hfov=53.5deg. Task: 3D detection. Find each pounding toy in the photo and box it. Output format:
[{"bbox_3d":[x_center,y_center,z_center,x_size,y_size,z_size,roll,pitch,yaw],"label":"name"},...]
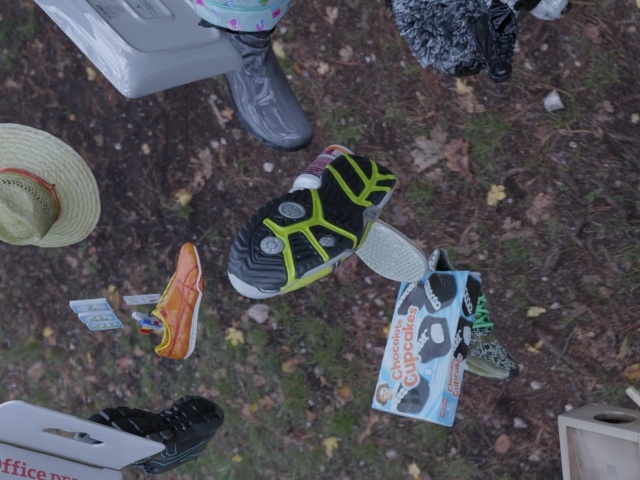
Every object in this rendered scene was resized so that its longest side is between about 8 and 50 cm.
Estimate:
[{"bbox_3d":[0.417,0.264,0.800,0.206,0.094,0.181,-5,91,57],"label":"pounding toy"}]

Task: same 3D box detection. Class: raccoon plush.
[{"bbox_3d":[0.207,-0.472,1.081,0.446,0.299,0.216,21,65,4],"label":"raccoon plush"}]

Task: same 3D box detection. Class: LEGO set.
[{"bbox_3d":[-0.403,0.175,1.398,0.182,0.244,0.060,100,164,-63],"label":"LEGO set"}]

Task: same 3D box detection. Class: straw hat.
[{"bbox_3d":[-0.281,-0.031,0.594,0.144,0.144,0.061,-46,26,30],"label":"straw hat"}]

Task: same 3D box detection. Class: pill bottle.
[{"bbox_3d":[0.004,-0.149,1.697,0.121,0.221,0.121,27,144,21],"label":"pill bottle"}]

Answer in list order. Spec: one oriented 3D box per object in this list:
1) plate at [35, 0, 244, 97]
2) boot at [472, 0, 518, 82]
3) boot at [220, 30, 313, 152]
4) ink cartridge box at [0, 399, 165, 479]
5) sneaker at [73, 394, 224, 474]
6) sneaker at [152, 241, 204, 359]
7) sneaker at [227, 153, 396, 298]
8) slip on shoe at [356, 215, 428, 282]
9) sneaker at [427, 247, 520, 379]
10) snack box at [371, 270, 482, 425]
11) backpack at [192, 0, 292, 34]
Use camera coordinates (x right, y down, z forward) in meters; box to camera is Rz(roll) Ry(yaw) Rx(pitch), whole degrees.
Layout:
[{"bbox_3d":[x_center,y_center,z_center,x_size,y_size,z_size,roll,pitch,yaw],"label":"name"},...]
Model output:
[{"bbox_3d":[-0.288,-0.363,1.021,0.277,0.278,0.045,47,131,7],"label":"plate"},{"bbox_3d":[0.233,-0.281,0.847,0.045,0.099,0.121,-11,66,9],"label":"boot"},{"bbox_3d":[-0.113,-0.341,1.182,0.338,0.118,0.222,52,153,7],"label":"boot"},{"bbox_3d":[-0.346,0.297,0.634,0.353,0.207,0.119,-29,49,20],"label":"ink cartridge box"},{"bbox_3d":[-0.253,0.310,0.956,0.101,0.267,0.106,30,102,34],"label":"sneaker"},{"bbox_3d":[-0.211,0.088,0.938,0.064,0.067,0.175,164,113,-68],"label":"sneaker"},{"bbox_3d":[0.000,0.000,0.966,0.145,0.385,0.147,31,127,18],"label":"sneaker"},{"bbox_3d":[0.115,-0.018,1.432,0.331,0.101,0.123,33,130,34],"label":"slip on shoe"},{"bbox_3d":[0.354,0.169,1.577,0.410,0.158,0.182,52,134,41],"label":"sneaker"},{"bbox_3d":[0.231,0.226,1.387,0.187,0.060,0.322,-4,65,50],"label":"snack box"},{"bbox_3d":[-0.090,-0.316,0.731,0.152,0.182,0.115,3,136,2],"label":"backpack"}]
